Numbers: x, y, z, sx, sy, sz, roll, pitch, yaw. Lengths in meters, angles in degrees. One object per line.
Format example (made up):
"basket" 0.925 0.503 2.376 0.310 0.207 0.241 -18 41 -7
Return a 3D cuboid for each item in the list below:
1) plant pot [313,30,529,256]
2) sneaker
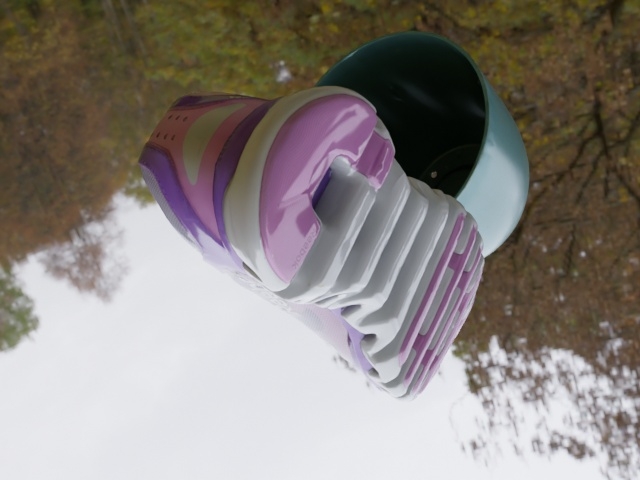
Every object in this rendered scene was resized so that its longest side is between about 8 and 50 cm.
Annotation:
"plant pot" 0.137 -0.090 1.242 0.293 0.293 0.235 -3 161 36
"sneaker" 0.000 0.000 0.442 0.105 0.236 0.095 18 -106 33
